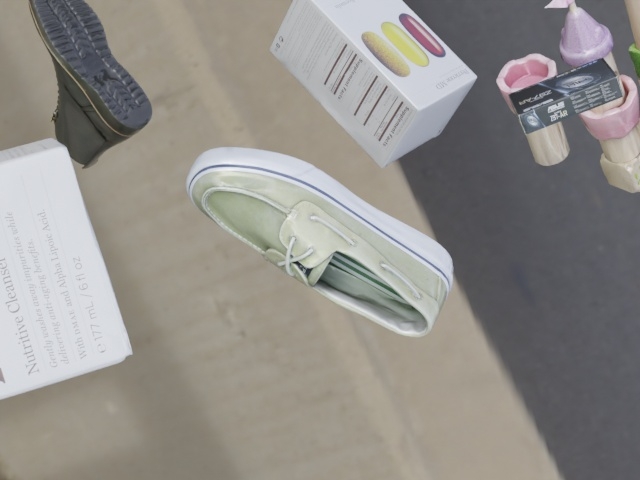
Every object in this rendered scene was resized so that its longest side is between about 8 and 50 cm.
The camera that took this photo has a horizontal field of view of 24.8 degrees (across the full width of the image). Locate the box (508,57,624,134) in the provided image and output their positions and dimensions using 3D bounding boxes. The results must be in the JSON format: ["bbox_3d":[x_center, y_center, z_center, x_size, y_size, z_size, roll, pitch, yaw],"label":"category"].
[{"bbox_3d":[0.195,-0.116,1.165,0.067,0.083,0.018,-87,155,-70],"label":"box"}]

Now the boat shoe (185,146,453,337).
[{"bbox_3d":[0.000,0.000,1.497,0.302,0.109,0.094,24,41,-7],"label":"boat shoe"}]

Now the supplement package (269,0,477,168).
[{"bbox_3d":[0.072,-0.248,2.034,0.244,0.134,0.139,47,51,13],"label":"supplement package"}]

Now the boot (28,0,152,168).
[{"bbox_3d":[-0.289,-0.181,1.644,0.077,0.137,0.198,-29,87,-41],"label":"boot"}]

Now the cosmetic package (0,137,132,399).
[{"bbox_3d":[-0.395,0.057,1.341,0.384,0.156,0.217,-19,102,-14],"label":"cosmetic package"}]

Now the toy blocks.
[{"bbox_3d":[0.370,-0.219,1.504,0.288,0.309,0.260,-43,132,-19],"label":"toy blocks"}]
